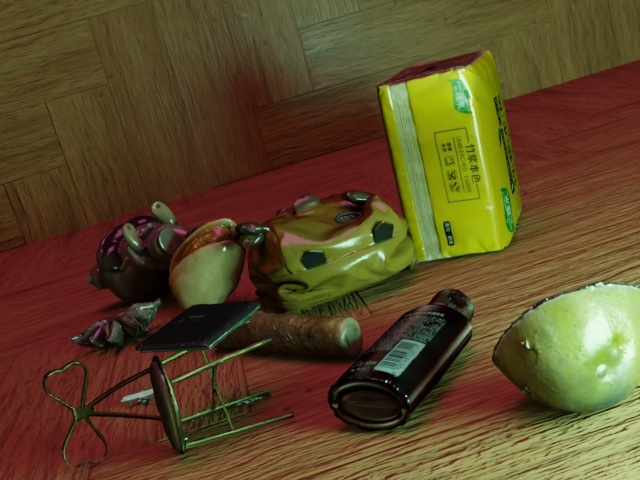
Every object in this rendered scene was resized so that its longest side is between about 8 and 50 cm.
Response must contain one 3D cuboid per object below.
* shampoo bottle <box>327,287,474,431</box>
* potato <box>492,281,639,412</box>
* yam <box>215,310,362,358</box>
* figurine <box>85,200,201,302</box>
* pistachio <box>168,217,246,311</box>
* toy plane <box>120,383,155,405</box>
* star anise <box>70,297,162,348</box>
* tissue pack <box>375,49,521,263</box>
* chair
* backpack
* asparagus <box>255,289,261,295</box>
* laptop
[{"bbox_3d":[0.137,0.164,1.312,0.129,0.084,0.323,-5,16,30],"label":"shampoo bottle"},{"bbox_3d":[0.324,0.147,1.090,0.202,0.182,0.117,-3,46,-23],"label":"potato"},{"bbox_3d":[-0.068,0.161,1.572,0.356,0.081,0.081,-2,20,42],"label":"yam"},{"bbox_3d":[-0.391,0.030,2.111,0.248,0.203,0.380,-37,9,-33],"label":"figurine"},{"bbox_3d":[-0.234,0.059,1.890,0.157,0.157,0.229,-36,-19,-54],"label":"pistachio"},{"bbox_3d":[-0.300,0.263,1.536,0.084,0.024,0.078,-26,16,-12],"label":"toy plane"},{"bbox_3d":[-0.428,0.185,1.912,0.182,0.065,0.195,-16,17,21],"label":"star anise"},{"bbox_3d":[0.280,-0.182,1.882,0.228,0.382,0.293,-7,16,21],"label":"tissue pack"},{"bbox_3d":[-0.222,0.235,1.302,0.325,0.160,0.170,-16,12,-17],"label":"chair"},{"bbox_3d":[0.000,0.007,1.838,0.353,0.201,0.378,-19,14,-18],"label":"backpack"},{"bbox_3d":[-0.083,0.074,2.025,0.025,0.024,0.248,-16,14,30],"label":"asparagus"},{"bbox_3d":[-0.181,0.128,1.352,0.129,0.016,0.180,-6,15,22],"label":"laptop"}]
